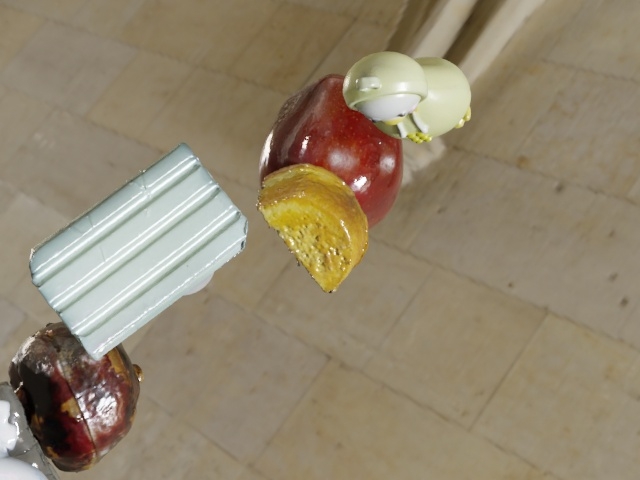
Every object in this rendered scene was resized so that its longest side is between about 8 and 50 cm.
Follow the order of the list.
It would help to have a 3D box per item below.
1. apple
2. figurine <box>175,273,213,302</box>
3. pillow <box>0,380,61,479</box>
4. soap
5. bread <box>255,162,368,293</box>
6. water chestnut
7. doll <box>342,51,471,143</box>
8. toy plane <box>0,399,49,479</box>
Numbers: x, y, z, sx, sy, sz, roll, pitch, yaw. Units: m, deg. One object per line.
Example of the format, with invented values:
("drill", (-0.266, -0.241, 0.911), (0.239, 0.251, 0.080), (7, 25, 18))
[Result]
("apple", (0.030, -0.159, 2.143), (0.288, 0.317, 0.288), (9, -25, 4))
("figurine", (-0.289, 0.048, 2.129), (0.142, 0.189, 0.263), (37, -20, -12))
("pillow", (-0.596, 0.444, 2.009), (0.326, 0.228, 0.101), (64, -13, -8))
("soap", (-0.220, 0.011, 1.344), (0.150, 0.261, 0.094), (52, -16, 3))
("bread", (0.002, -0.030, 1.901), (0.139, 0.143, 0.229), (-28, -69, 31))
("water chestnut", (-0.550, 0.335, 2.293), (0.335, 0.347, 0.335), (39, -38, 39))
("doll", (0.109, -0.183, 1.422), (0.141, 0.117, 0.296), (-3, 5, 25))
("toy plane", (-0.415, 0.280, 1.199), (0.244, 0.245, 0.117), (39, -27, -10))
